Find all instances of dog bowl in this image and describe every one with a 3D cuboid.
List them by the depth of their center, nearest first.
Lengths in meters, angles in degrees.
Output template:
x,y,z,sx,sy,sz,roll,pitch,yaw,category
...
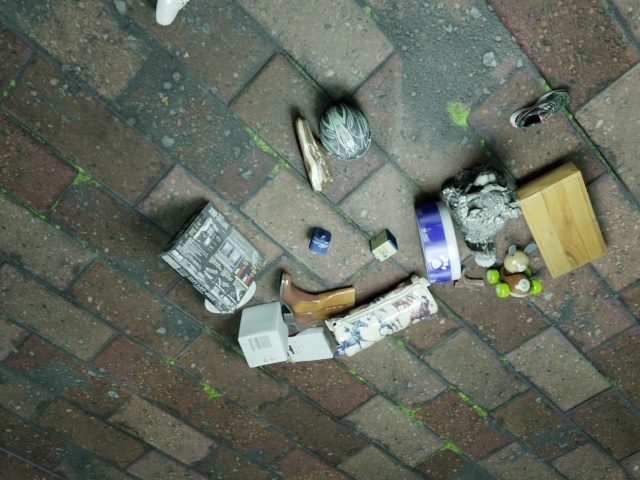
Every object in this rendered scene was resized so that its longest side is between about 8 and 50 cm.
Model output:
x,y,z,sx,sy,sz,roll,pitch,yaw,category
0.386,0.007,1.700,0.104,0.265,0.265,-12,120,9,dog bowl

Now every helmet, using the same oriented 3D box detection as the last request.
x,y,z,sx,sy,sz,roll,pitch,yaw,category
0.073,-0.333,1.552,0.169,0.161,0.169,0,121,0,helmet

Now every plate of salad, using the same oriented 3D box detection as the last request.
x,y,z,sx,sy,sz,roll,pitch,yaw,category
-0.337,0.197,1.898,0.200,0.048,0.200,-22,145,-17,plate of salad

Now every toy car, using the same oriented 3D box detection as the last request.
x,y,z,sx,sy,sz,roll,pitch,yaw,category
0.704,0.093,1.815,0.155,0.149,0.188,-5,126,-10,toy car

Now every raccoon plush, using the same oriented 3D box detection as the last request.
x,y,z,sx,sy,sz,roll,pitch,yaw,category
0.565,-0.042,1.652,0.216,0.299,0.446,-27,118,14,raccoon plush

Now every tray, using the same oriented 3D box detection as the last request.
x,y,z,sx,sy,sz,roll,pitch,yaw,category
0.824,-0.057,1.744,0.203,0.076,0.411,-29,126,16,tray

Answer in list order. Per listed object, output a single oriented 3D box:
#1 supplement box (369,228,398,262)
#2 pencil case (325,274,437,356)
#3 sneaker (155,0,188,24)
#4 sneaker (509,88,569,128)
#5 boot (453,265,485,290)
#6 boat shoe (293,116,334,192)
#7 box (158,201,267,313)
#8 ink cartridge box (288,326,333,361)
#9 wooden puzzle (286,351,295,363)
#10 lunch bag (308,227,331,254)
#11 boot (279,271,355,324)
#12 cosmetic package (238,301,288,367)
x,y,z,sx,sy,sz,roll,pitch,yaw,category
0.223,0.018,1.810,0.083,0.083,0.056,-35,114,20,supplement box
0.228,0.275,1.890,0.410,0.160,0.183,-28,148,5,pencil case
-0.341,-0.691,1.365,0.123,0.106,0.290,30,115,-14,sneaker
0.684,-0.392,1.573,0.178,0.077,0.072,-32,117,16,sneaker
0.569,0.145,1.916,0.114,0.037,0.106,9,134,-2,boot
-0.015,-0.282,1.634,0.095,0.095,0.257,-20,126,-5,boat shoe
-0.356,0.060,1.739,0.076,0.242,0.307,-14,127,46,box
-0.051,0.427,2.086,0.179,0.045,0.145,-9,122,20,ink cartridge box
-0.113,0.490,2.134,0.049,0.006,0.083,35,115,-20,wooden puzzle
0.000,0.000,1.788,0.067,0.098,0.065,18,116,-5,lunch bag
-0.009,0.211,1.917,0.280,0.096,0.264,-6,120,2,boot
-0.214,0.356,1.949,0.151,0.183,0.151,-12,120,6,cosmetic package
